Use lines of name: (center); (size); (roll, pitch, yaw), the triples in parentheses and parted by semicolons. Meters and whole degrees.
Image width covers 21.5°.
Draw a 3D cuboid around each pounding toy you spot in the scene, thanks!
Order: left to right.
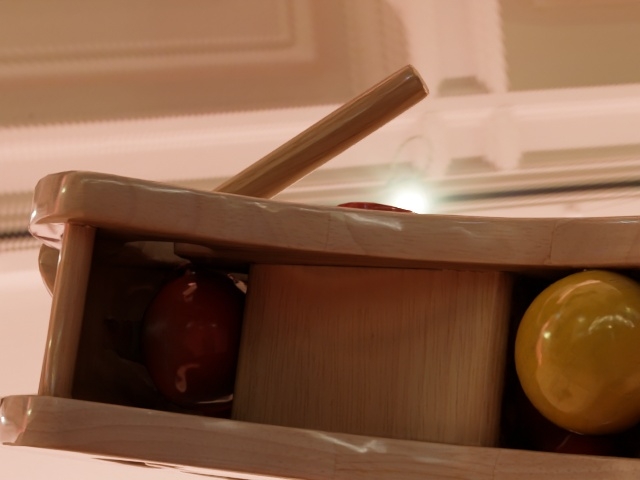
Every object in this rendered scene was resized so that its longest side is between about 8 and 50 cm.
pounding toy: (0.000, 0.000, 0.504); (0.154, 0.270, 0.154); (23, -109, -56)
